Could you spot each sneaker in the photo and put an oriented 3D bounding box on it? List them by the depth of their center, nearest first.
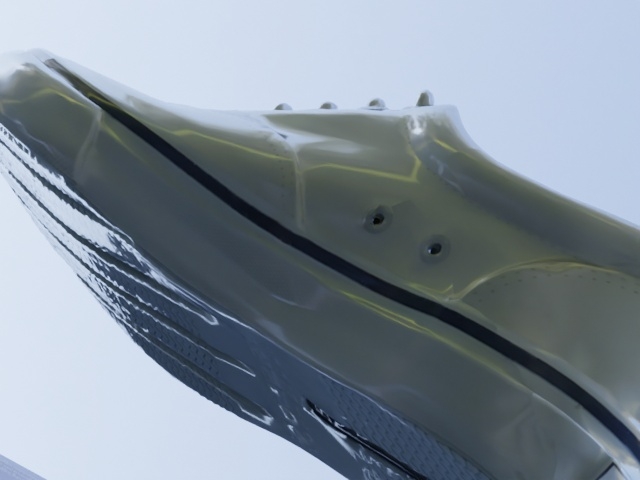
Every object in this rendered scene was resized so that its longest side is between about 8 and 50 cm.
[{"bbox_3d":[0.000,0.000,0.397,0.258,0.094,0.091,31,-117,35],"label":"sneaker"}]

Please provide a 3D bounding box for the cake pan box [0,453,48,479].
[{"bbox_3d":[-0.160,0.245,0.705,0.267,0.070,0.245,29,-76,-3],"label":"cake pan box"}]
